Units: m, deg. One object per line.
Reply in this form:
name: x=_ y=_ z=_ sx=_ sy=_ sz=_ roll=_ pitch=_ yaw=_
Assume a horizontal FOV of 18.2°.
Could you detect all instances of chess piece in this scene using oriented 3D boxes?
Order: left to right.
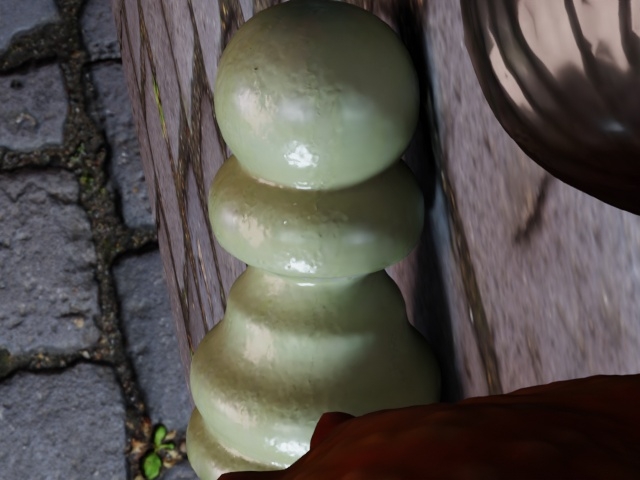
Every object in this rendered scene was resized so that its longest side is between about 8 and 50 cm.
chess piece: x=0.000 y=0.000 z=1.029 sx=0.144 sy=0.144 sz=0.251 roll=-117 pitch=26 yaw=-63

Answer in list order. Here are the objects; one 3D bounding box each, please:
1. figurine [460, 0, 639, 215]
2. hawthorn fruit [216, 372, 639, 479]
figurine: x=0.088 y=-0.119 z=0.383 sx=0.138 sy=0.110 sz=0.246 roll=0 pitch=94 yaw=63
hawthorn fruit: x=0.049 y=0.203 z=0.493 sx=0.287 sy=0.287 sz=0.330 roll=103 pitch=149 yaw=-69
